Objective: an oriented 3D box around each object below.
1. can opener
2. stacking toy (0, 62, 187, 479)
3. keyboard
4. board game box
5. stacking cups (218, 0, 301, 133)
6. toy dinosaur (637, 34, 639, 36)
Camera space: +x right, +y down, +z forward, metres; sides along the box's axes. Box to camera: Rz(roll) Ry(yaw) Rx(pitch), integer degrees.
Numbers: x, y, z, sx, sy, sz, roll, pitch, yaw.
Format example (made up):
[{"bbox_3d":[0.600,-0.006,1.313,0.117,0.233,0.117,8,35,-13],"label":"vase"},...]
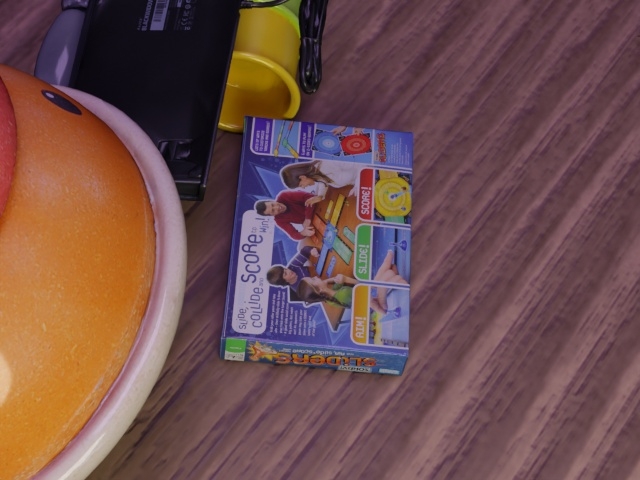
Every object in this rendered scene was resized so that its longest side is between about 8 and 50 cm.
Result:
[{"bbox_3d":[-0.174,-0.204,1.056,0.074,0.093,0.280,0,69,6],"label":"can opener"},{"bbox_3d":[-0.310,-0.053,0.694,0.351,0.480,0.350,-10,57,16],"label":"stacking toy"},{"bbox_3d":[-0.077,-0.172,0.989,0.202,0.033,0.317,3,65,12],"label":"keyboard"},{"bbox_3d":[0.000,0.000,0.998,0.136,0.035,0.201,6,57,-3],"label":"board game box"},{"bbox_3d":[-0.041,-0.236,1.118,0.096,0.096,0.316,10,54,0],"label":"stacking cups"},{"bbox_3d":[0.298,-0.194,1.138,0.047,0.090,0.082,-2,25,10],"label":"toy dinosaur"}]
